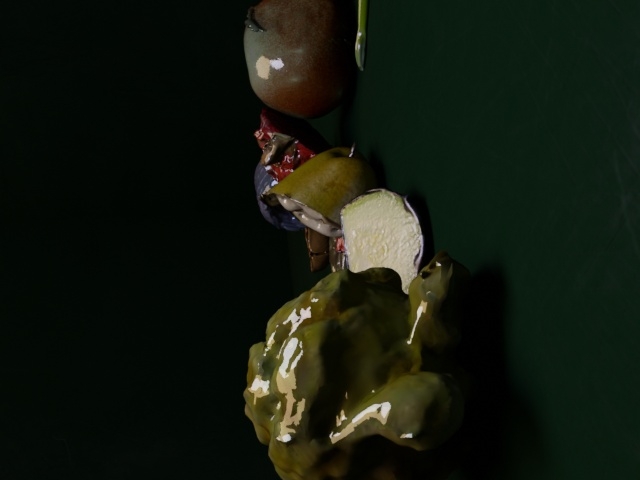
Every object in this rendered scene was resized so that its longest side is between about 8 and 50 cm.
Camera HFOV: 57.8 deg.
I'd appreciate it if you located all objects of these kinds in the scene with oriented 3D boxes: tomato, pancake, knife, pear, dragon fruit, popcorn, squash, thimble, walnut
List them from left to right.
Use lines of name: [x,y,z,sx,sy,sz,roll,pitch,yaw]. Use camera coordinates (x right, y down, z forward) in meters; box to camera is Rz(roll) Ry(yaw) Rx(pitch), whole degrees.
dragon fruit: [-0.081,-0.199,1.389,0.152,0.205,0.317,-55,38,19]
thimble: [-0.066,-0.151,1.616,0.205,0.236,0.172,55,-170,-42]
tomato: [-0.054,-0.431,1.338,0.303,0.239,0.304,174,90,-86]
walnut: [0.002,-0.001,1.721,0.211,0.087,0.167,-102,5,-63]
pear: [0.033,-0.098,1.135,0.178,0.267,0.267,-61,4,-6]
pancake: [0.057,0.086,1.477,0.294,0.049,0.295,179,90,-86]
popcorn: [0.050,0.170,0.695,0.274,0.279,0.335,-72,-25,-51]
knife: [0.082,-0.421,1.135,0.026,0.022,0.184,-60,-24,-52]
squash: [0.120,0.012,0.896,0.184,0.085,0.192,-22,71,52]

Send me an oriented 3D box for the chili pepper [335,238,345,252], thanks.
chili pepper: [0.062,-0.037,1.264,0.070,0.073,0.123,-101,4,-84]
